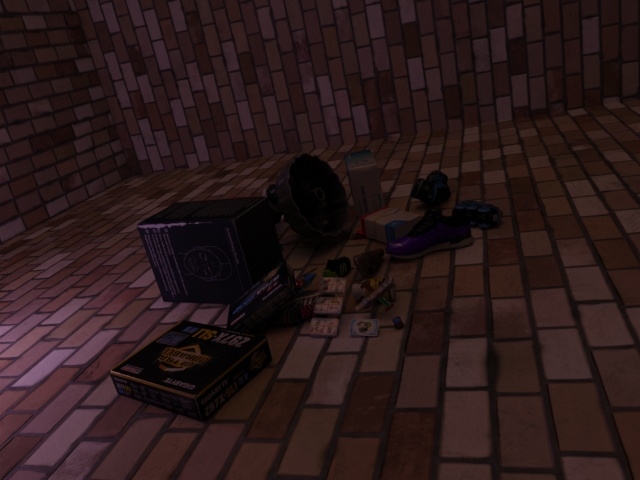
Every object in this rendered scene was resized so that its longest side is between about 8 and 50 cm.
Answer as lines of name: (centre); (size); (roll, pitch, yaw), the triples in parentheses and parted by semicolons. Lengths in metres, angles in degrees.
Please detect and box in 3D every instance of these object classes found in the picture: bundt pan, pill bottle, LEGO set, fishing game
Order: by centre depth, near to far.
LEGO set: (0.106, 0.185, 1.490); (0.244, 0.060, 0.182); (-2, 53, 19)
pill bottle: (0.152, 0.141, 1.583); (0.116, 0.065, 0.065); (-8, 21, 13)
fishing game: (-0.093, 0.145, 1.653); (0.189, 0.041, 0.264); (-31, 8, 26)
bundt pan: (-0.044, -0.150, 2.062); (0.124, 0.330, 0.331); (-23, 10, 37)

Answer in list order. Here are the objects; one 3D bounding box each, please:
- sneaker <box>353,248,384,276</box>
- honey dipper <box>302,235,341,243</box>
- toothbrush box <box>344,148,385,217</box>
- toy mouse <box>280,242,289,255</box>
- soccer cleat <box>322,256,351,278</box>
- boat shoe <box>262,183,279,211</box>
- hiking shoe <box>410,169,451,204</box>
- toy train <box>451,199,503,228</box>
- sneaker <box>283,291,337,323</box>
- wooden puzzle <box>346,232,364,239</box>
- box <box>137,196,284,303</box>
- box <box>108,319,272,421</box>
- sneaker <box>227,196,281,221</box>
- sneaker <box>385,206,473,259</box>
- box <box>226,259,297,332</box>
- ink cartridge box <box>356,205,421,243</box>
sneaker: (0.157, 0.071, 1.781); (0.066, 0.071, 0.188); (-17, -2, 29)
honey dipper: (0.000, 0.000, 2.101); (0.161, 0.030, 0.030); (-5, 21, 29)
toothbrush box: (0.186, -0.248, 2.377); (0.126, 0.216, 0.295); (-11, 20, 4)
toy mouse: (-0.200, 0.035, 2.114); (0.161, 0.031, 0.143); (-13, 20, -1)
soccer cleat: (0.053, 0.082, 1.782); (0.060, 0.072, 0.179); (-3, 22, 23)
boat shoe: (-0.089, -0.132, 2.176); (0.091, 0.114, 0.302); (-24, -34, 37)
hiking shoe: (0.479, -0.204, 2.297); (0.132, 0.113, 0.304); (31, 31, 18)
toy train: (0.556, -0.096, 1.963); (0.105, 0.080, 0.184); (-20, 21, -36)
sneaker: (-0.020, 0.190, 1.555); (0.170, 0.063, 0.075); (-21, 21, -25)
wooden puzzle: (0.141, -0.016, 2.087); (0.083, 0.006, 0.049); (-6, 21, 15)
box: (-0.351, 0.033, 1.831); (0.396, 0.293, 0.212); (-1, 24, 27)
box: (-0.322, 0.311, 1.392); (0.322, 0.079, 0.257); (3, 24, 36)
sneaker: (-0.270, -0.077, 2.243); (0.185, 0.202, 0.483); (1, 5, 12)
sneaker: (0.347, -0.036, 1.819); (0.293, 0.146, 0.102); (-13, 20, -4)
box: (-0.168, 0.168, 1.585); (0.220, 0.051, 0.175); (-39, 19, 9)
ink cartridge box: (0.242, -0.059, 2.029); (0.134, 0.078, 0.231); (-24, 26, -29)
